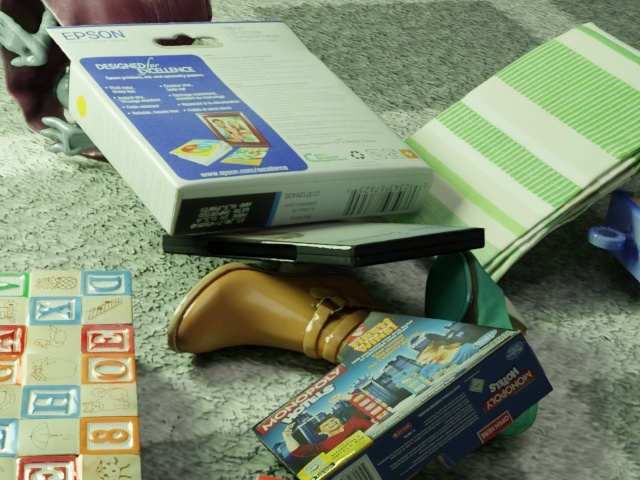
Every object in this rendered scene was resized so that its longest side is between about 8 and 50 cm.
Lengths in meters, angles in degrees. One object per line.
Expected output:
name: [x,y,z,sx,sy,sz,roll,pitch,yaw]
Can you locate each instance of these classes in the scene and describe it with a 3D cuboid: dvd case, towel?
dvd case: [0.000,0.000,1.284,0.253,0.022,0.180,4,8,44]
towel: [0.220,-0.096,1.444,0.325,0.038,0.248,-37,41,-6]

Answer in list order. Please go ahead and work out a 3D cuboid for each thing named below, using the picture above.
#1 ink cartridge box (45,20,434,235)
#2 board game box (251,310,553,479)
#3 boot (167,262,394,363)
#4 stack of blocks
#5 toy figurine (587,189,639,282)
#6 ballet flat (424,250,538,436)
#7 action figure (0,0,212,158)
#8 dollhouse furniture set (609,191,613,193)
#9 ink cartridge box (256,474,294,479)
ink cartridge box: [-0.090,-0.124,1.415,0.303,0.072,0.307,-7,38,-35]
board game box: [0.051,0.126,1.084,0.194,0.060,0.194,-35,18,-11]
boot: [-0.021,0.077,1.214,0.197,0.073,0.152,-24,43,-39]
stack of blocks: [-0.226,0.134,1.054,0.171,0.087,0.297,0,29,-9]
toy figurine: [0.361,-0.045,1.398,0.217,0.191,0.362,-8,30,-14]
ballet flat: [0.146,0.094,1.222,0.087,0.083,0.247,26,25,-14]
action figure: [-0.214,-0.263,1.621,0.275,0.248,0.370,19,34,22]
dollhouse furniture set: [0.297,-0.162,1.646,0.129,0.129,0.184,10,29,7]
ink cartridge box: [0.079,0.239,0.939,0.296,0.066,0.261,8,30,3]
